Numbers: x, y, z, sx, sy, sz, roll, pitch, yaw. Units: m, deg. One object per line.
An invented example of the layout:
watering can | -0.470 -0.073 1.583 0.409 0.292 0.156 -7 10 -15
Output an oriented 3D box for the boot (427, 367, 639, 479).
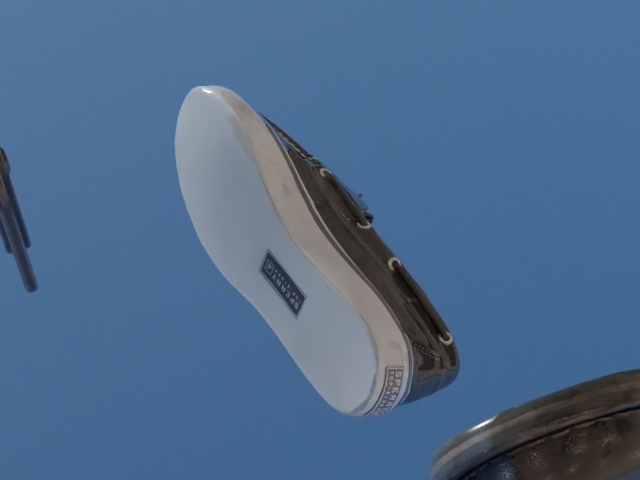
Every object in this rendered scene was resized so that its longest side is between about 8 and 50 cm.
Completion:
boot | 0.124 0.179 0.575 0.263 0.091 0.229 54 -163 -53

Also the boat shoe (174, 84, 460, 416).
boat shoe | 0.000 0.000 1.029 0.076 0.080 0.228 -5 -137 -38

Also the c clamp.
c clamp | -0.166 -0.045 0.942 0.022 0.160 0.137 -15 -111 -8
